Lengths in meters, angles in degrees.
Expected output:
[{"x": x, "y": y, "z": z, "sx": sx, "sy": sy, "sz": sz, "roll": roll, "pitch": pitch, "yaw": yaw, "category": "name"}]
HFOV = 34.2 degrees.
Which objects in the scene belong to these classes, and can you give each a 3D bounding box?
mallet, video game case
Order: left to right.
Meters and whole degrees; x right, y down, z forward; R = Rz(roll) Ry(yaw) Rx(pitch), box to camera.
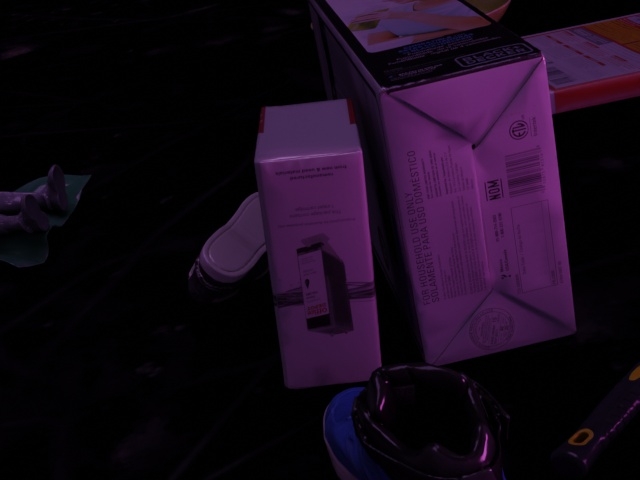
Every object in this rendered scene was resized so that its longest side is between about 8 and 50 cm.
[{"x": 0.317, "y": -0.185, "z": 1.011, "sx": 0.285, "sy": 0.025, "sz": 0.204, "roll": -12, "pitch": 23, "yaw": -5, "category": "video game case"}, {"x": 0.179, "y": 0.058, "z": 0.513, "sx": 0.062, "sy": 0.039, "sz": 0.189, "roll": 5, "pitch": 32, "yaw": 38, "category": "mallet"}]

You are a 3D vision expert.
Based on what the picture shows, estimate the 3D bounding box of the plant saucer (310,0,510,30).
[{"x": 0.109, "y": -0.261, "z": 1.247, "sx": 0.240, "sy": 0.037, "sz": 0.241, "roll": -8, "pitch": 24, "yaw": 4, "category": "plant saucer"}]

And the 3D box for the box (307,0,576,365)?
[{"x": 0.065, "y": -0.065, "z": 0.668, "sx": 0.087, "sy": 0.169, "sz": 0.290, "roll": -13, "pitch": 25, "yaw": -2, "category": "box"}]

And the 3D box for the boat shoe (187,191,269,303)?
[{"x": -0.048, "y": 0.004, "z": 0.713, "sx": 0.046, "sy": 0.038, "sz": 0.125, "roll": 39, "pitch": 36, "yaw": 2, "category": "boat shoe"}]

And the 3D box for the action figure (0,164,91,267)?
[{"x": -0.319, "y": -0.017, "z": 0.847, "sx": 0.232, "sy": 0.064, "sz": 0.137, "roll": -6, "pitch": 27, "yaw": 17, "category": "action figure"}]

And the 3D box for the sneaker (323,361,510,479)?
[{"x": 0.037, "y": 0.080, "z": 0.450, "sx": 0.058, "sy": 0.085, "sz": 0.152, "roll": -15, "pitch": 24, "yaw": -12, "category": "sneaker"}]

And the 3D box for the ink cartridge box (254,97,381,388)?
[{"x": 0.000, "y": 0.000, "z": 0.584, "sx": 0.056, "sy": 0.135, "sz": 0.099, "roll": -6, "pitch": 24, "yaw": 1, "category": "ink cartridge box"}]
